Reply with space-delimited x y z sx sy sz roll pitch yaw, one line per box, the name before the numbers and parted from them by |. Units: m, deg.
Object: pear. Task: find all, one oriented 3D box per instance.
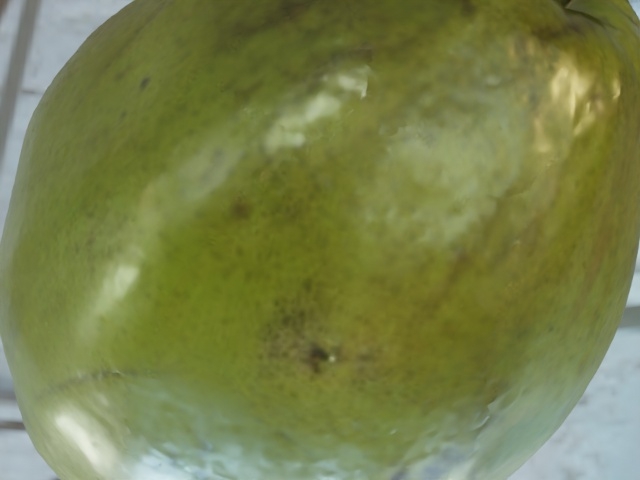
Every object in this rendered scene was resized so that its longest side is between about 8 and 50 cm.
pear | 0.000 0.000 0.643 0.212 0.212 0.269 27 127 -29

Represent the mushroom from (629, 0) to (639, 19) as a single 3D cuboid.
mushroom | 0.109 -0.133 0.849 0.122 0.159 0.328 -6 141 -46
